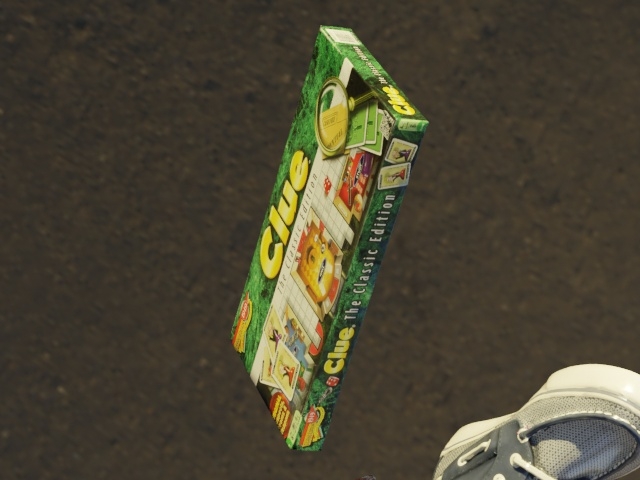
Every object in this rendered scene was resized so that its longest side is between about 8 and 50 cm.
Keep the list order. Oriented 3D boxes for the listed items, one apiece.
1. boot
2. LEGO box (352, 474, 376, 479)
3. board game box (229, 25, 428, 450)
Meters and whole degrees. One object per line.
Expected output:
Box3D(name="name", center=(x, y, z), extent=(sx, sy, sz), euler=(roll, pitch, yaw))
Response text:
Box3D(name="boot", center=(0.111, 0.131, 0.891), extent=(0.086, 0.069, 0.190), euler=(-58, -172, -31))
Box3D(name="LEGO box", center=(-0.200, 0.374, 1.280), extent=(0.500, 0.193, 0.372), euler=(-13, 162, -22))
Box3D(name="board game box", center=(0.000, 0.000, 1.154), extent=(0.030, 0.136, 0.260), euler=(4, 120, -24))
